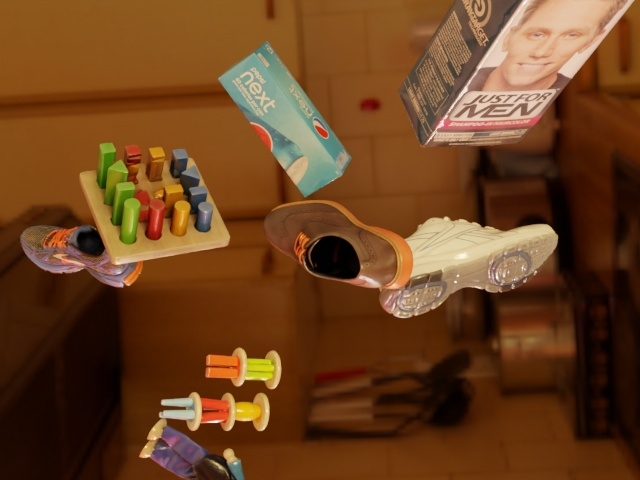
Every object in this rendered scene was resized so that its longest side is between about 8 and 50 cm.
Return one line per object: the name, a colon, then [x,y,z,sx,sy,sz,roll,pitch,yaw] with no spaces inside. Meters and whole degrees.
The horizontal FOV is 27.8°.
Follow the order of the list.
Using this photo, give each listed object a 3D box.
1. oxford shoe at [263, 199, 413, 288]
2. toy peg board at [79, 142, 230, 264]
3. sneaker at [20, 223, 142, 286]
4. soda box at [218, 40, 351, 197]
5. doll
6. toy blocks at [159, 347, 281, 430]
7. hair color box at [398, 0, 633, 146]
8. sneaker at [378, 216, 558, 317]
oxford shoe: [0.000,0.000,1.763,0.271,0.098,0.097,16,104,46]
toy peg board: [-0.215,-0.063,1.690,0.079,0.160,0.161,105,146,-45]
sneaker: [-0.392,0.006,2.091,0.087,0.221,0.083,73,-146,-49]
soda box: [-0.048,-0.170,1.819,0.210,0.071,0.067,54,-155,-11]
doll: [-0.157,0.325,1.776,0.046,0.189,0.129,-45,-15,-54]
toy blocks: [-0.138,0.202,1.756,0.054,0.148,0.123,-129,49,-56]
hair color box: [0.256,-0.264,1.688,0.347,0.174,0.105,-58,45,50]
sneaker: [0.209,0.012,1.900,0.111,0.297,0.129,99,153,-46]
